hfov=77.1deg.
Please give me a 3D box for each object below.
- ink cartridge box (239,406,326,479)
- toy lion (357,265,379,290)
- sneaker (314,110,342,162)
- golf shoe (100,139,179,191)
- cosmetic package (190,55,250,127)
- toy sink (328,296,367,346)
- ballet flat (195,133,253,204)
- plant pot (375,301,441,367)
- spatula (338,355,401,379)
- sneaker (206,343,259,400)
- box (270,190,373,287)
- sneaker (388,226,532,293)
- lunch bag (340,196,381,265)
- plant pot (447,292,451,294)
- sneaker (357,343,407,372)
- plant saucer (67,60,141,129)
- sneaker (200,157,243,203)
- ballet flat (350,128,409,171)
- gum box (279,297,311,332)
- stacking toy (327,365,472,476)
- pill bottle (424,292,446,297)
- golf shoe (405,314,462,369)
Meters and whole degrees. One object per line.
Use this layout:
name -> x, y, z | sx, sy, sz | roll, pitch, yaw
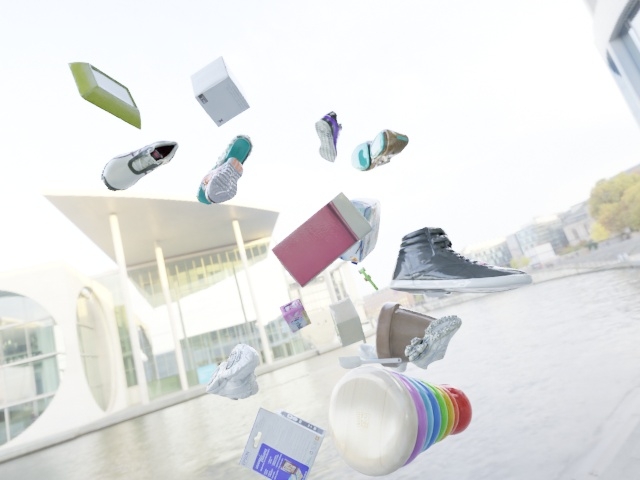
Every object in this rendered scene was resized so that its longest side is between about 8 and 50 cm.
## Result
ink cartridge box -> -0.115, 0.617, 1.196 | 0.208, 0.206, 0.045 | 22, 9, 8
toy lion -> 0.206, 0.167, 1.683 | 0.034, 0.096, 0.100 | -39, -48, 0
sneaker -> 0.060, -0.515, 1.988 | 0.146, 0.102, 0.293 | -55, -21, -22
golf shoe -> -0.583, -0.258, 1.303 | 0.120, 0.105, 0.273 | -10, 30, 44
cosmetic package -> -0.381, -0.564, 1.522 | 0.151, 0.184, 0.151 | -30, -40, 7
toy sink -> 0.135, 0.437, 2.042 | 0.131, 0.153, 0.234 | -20, -56, -4
ballet flat -> -0.460, -0.349, 1.983 | 0.409, 0.147, 0.147 | -49, -22, 13
plant pot -> 0.366, 0.384, 1.596 | 0.229, 0.263, 0.263 | 0, -4, 28
spatula -> 0.190, 0.515, 1.495 | 0.242, 0.168, 0.019 | -1, -27, -3
sneaker -> -0.192, 0.335, 1.000 | 0.115, 0.090, 0.232 | 32, -45, -13
box -> 0.000, 0.000, 1.042 | 0.232, 0.127, 0.148 | -40, 0, -5
sneaker -> 0.285, 0.036, 0.856 | 0.295, 0.147, 0.104 | -4, -17, 38
lunch bag -> 0.151, -0.039, 1.555 | 0.115, 0.243, 0.303 | 11, 15, 20
plant pot -> 0.500, 0.159, 1.790 | 0.187, 0.188, 0.167 | -3, -18, 26
sneaker -> 0.278, 0.499, 1.783 | 0.228, 0.092, 0.087 | 14, 31, 17
plant saucer -> -0.610, -0.429, 1.163 | 0.045, 0.188, 0.188 | -43, -30, 13
sneaker -> -0.459, -0.233, 1.778 | 0.180, 0.125, 0.321 | -25, 26, 26
ballet flat -> 0.216, -0.318, 1.437 | 0.124, 0.116, 0.342 | -3, -4, -14
gum box -> -0.122, 0.364, 1.962 | 0.107, 0.062, 0.188 | -26, -40, -5
stacking toy -> 0.161, 0.289, 0.664 | 0.141, 0.141, 0.330 | -25, -32, 32
pill bottle -> 0.414, 0.103, 1.518 | 0.119, 0.208, 0.119 | -3, -45, -3
golf shoe -> 0.313, 0.272, 1.071 | 0.176, 0.086, 0.069 | -40, 20, 7
